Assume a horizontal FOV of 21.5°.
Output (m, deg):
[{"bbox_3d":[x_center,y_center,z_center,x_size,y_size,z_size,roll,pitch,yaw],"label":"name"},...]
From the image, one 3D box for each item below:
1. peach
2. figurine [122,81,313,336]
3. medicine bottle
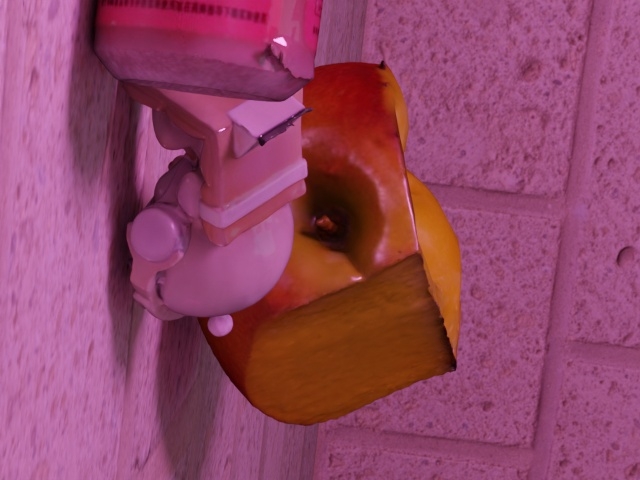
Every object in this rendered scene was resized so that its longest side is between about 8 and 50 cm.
[{"bbox_3d":[0.000,0.000,1.581,0.380,0.242,0.306,53,22,-65],"label":"peach"},{"bbox_3d":[-0.085,-0.034,1.230,0.162,0.141,0.236,-41,150,-39],"label":"figurine"},{"bbox_3d":[-0.059,-0.215,1.046,0.147,0.147,0.247,-8,105,-85],"label":"medicine bottle"}]
